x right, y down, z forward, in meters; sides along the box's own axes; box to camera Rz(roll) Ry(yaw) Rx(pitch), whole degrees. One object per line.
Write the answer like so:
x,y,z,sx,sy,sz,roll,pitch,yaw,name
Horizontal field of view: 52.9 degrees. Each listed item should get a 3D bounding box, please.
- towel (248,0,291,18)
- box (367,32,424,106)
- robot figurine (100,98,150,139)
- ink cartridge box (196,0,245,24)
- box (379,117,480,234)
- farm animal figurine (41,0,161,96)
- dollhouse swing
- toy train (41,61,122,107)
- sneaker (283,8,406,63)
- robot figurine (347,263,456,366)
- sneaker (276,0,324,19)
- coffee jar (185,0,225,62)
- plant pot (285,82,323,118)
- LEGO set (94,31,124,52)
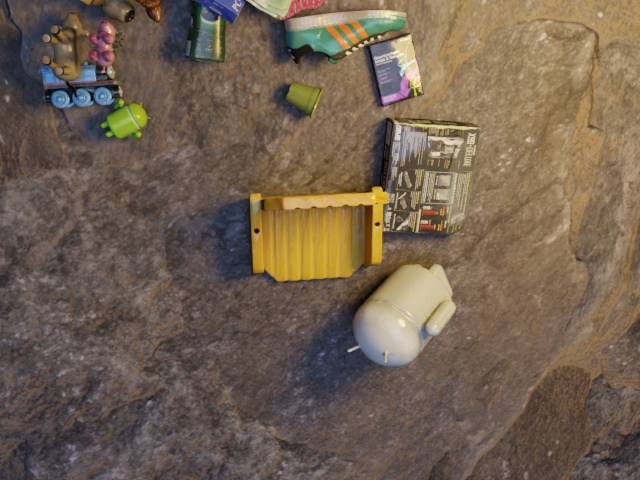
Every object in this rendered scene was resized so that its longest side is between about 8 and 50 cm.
-0.181,-0.677,1.461,0.324,0.038,0.248,29,67,-16,towel
0.197,-0.442,1.671,0.116,0.029,0.162,-18,109,-3,box
-0.482,-0.296,1.590,0.115,0.067,0.101,-27,99,0,robot figurine
-0.198,-0.612,1.485,0.097,0.046,0.207,29,68,-17,ink cartridge box
0.288,-0.172,1.752,0.242,0.076,0.308,1,108,-10,box
-0.522,-0.544,1.455,0.330,0.172,0.327,-35,96,3,farm animal figurine
0.000,0.000,1.644,0.346,0.305,0.315,-3,109,-9,dollhouse swing
-0.574,-0.375,1.545,0.184,0.080,0.105,-6,103,-7,toy train
0.064,-0.505,1.593,0.302,0.108,0.121,-6,110,1,sneaker
0.224,0.204,1.752,0.353,0.300,0.200,-42,112,-35,robot figurine
-0.057,-0.596,1.559,0.170,0.075,0.063,-30,151,-18,sneaker
-0.269,-0.523,1.540,0.096,0.079,0.184,4,108,-19,coffee jar
-0.045,-0.365,1.638,0.079,0.083,0.083,23,104,-3,plant pot
-0.505,-0.477,1.553,0.083,0.023,0.054,-12,108,9,LEGO set
